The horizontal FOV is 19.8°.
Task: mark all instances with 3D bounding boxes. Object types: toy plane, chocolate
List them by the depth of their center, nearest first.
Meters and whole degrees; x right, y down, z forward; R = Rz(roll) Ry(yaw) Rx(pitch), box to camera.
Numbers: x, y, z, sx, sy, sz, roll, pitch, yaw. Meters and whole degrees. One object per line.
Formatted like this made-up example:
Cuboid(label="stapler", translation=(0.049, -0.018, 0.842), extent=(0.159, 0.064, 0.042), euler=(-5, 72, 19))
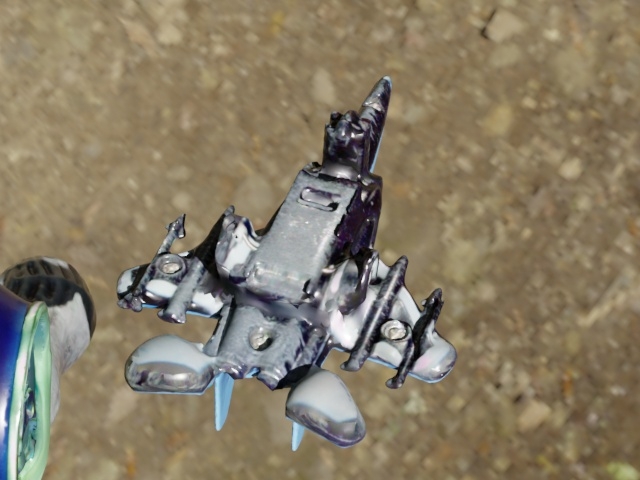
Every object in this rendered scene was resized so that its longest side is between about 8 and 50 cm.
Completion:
Cuboid(label="toy plane", translation=(0.000, -0.005, 0.905), extent=(0.078, 0.169, 0.246), euler=(88, 20, -54))
Cuboid(label="chocolate", translation=(-0.175, 0.065, 1.074), extent=(0.072, 0.167, 0.072), euler=(3, 120, 6))

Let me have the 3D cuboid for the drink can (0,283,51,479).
Cuboid(label="drink can", translation=(-0.223, 0.064, 0.798), extent=(0.205, 0.118, 0.118), euler=(4, 114, -2))
